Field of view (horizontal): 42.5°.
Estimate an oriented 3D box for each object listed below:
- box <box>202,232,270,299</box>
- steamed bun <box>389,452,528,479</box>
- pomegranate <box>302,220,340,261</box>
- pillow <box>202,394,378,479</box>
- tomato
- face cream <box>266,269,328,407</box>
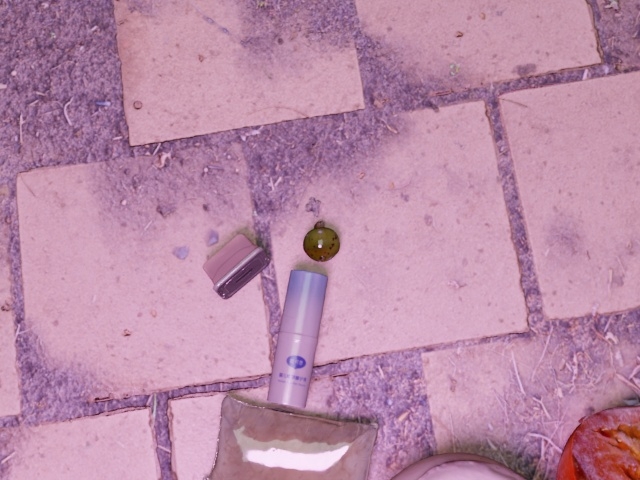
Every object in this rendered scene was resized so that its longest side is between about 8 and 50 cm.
[{"bbox_3d":[-0.164,0.047,1.579,0.122,0.089,0.062,-40,70,-6],"label":"box"},{"bbox_3d":[0.230,0.548,1.375,0.374,0.241,0.375,5,71,-14],"label":"steamed bun"},{"bbox_3d":[-0.004,0.002,1.592,0.073,0.073,0.084,-41,54,-6],"label":"pomegranate"},{"bbox_3d":[-0.057,0.398,1.504,0.302,0.075,0.185,9,87,4],"label":"pillow"},{"bbox_3d":[0.542,0.453,1.413,0.338,0.144,0.338,10,55,-14],"label":"tomato"},{"bbox_3d":[-0.043,0.184,1.548,0.077,0.077,0.250,9,79,4],"label":"face cream"}]
